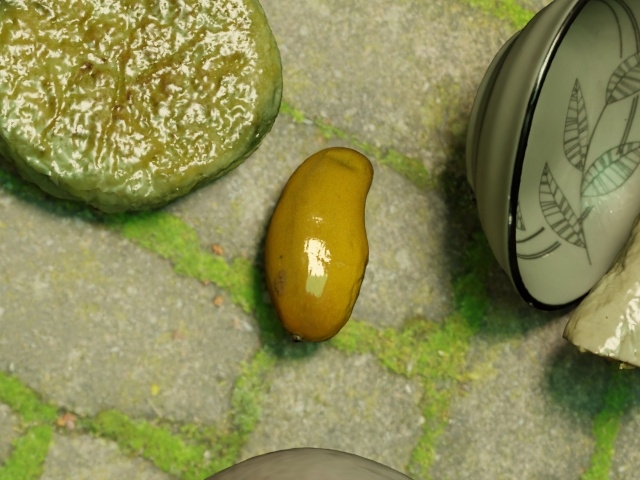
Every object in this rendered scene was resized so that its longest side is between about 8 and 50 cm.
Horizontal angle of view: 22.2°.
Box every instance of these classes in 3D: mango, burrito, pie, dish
[{"bbox_3d":[0.000,0.000,1.403,0.098,0.075,0.190,26,64,-31],"label":"mango"},{"bbox_3d":[0.327,0.008,1.487,0.105,0.143,0.299,26,73,27],"label":"burrito"},{"bbox_3d":[-0.166,-0.150,1.379,0.277,0.078,0.277,3,78,-16],"label":"pie"},{"bbox_3d":[0.211,-0.100,1.450,0.106,0.316,0.316,22,62,32],"label":"dish"}]

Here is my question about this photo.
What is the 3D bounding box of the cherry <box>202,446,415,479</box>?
[{"bbox_3d":[-0.006,0.296,1.204,0.291,0.335,0.326,50,34,11],"label":"cherry"}]
